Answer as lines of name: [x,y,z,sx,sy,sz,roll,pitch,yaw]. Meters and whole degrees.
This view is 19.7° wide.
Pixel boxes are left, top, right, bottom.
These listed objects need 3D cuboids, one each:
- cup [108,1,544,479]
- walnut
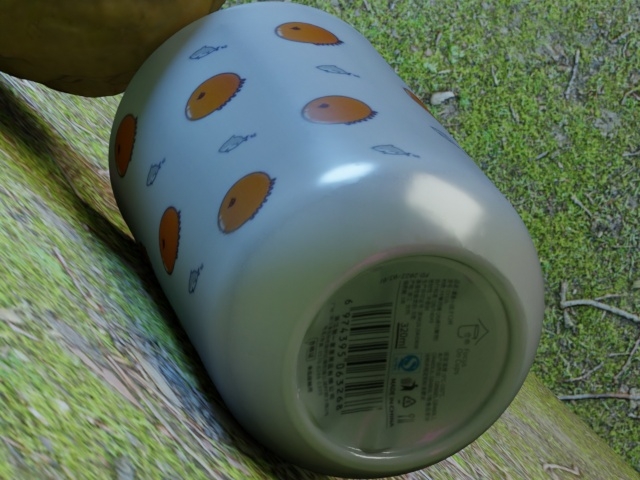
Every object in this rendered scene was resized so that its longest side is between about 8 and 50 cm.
cup: [0.000,0.000,1.154,0.212,0.212,0.317,41,8,-30]
walnut: [-0.188,-0.217,1.295,0.257,0.257,0.224,43,32,-15]
